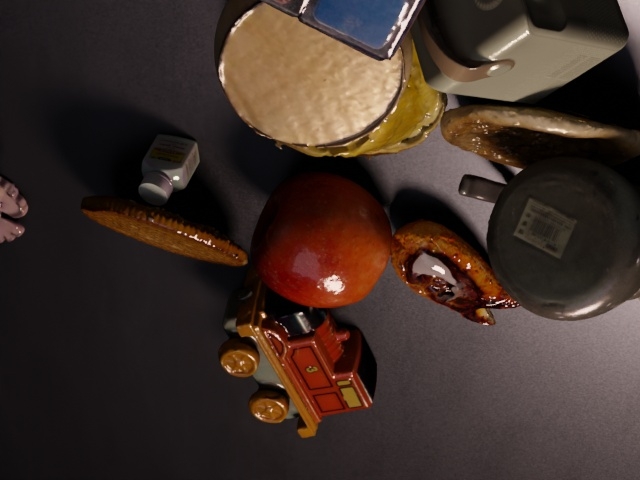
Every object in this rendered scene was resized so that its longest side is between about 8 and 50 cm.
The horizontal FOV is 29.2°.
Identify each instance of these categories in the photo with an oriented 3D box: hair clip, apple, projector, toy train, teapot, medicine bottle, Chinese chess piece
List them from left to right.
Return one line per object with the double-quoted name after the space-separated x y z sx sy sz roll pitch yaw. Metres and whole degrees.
-0.624 -0.100 2.249 0.173 0.069 0.300 23 150 2 "hair clip"
-0.254 -0.116 2.022 0.074 0.118 0.055 14 140 13 "medicine bottle"
-0.037 0.211 2.256 0.232 0.163 0.369 -12 130 18 "toy train"
-0.009 -0.242 1.580 0.257 0.104 0.257 2 130 3 "Chinese chess piece"
0.000 0.000 1.958 0.201 0.218 0.218 31 140 -17 "apple"
0.234 -0.275 1.520 0.242 0.163 0.177 2 156 -39 "projector"
0.359 0.004 1.765 0.305 0.223 0.285 -5 175 35 "teapot"

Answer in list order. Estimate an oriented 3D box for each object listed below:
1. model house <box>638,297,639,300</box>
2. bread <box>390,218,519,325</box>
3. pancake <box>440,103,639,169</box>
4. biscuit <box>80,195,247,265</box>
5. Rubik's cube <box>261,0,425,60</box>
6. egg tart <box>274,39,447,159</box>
0.602 0.109 1.803 0.237 0.202 0.237 35 138 -14 "model house"
0.221 0.052 2.017 0.269 0.095 0.139 29 144 -29 "bread"
0.306 -0.143 1.703 0.282 0.049 0.282 11 171 2 "pancake"
-0.265 -0.019 2.104 0.305 0.038 0.305 18 171 3 "biscuit"
0.024 -0.474 1.317 0.359 0.362 0.363 26 141 -7 "Rubik's cube"
0.018 -0.227 1.766 0.345 0.132 0.345 11 138 10 "egg tart"
